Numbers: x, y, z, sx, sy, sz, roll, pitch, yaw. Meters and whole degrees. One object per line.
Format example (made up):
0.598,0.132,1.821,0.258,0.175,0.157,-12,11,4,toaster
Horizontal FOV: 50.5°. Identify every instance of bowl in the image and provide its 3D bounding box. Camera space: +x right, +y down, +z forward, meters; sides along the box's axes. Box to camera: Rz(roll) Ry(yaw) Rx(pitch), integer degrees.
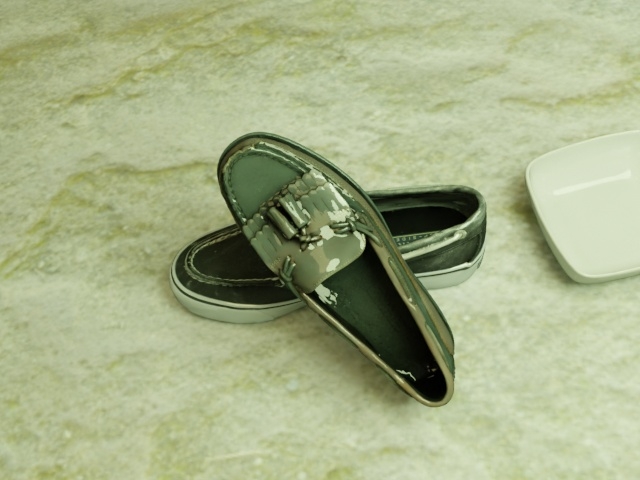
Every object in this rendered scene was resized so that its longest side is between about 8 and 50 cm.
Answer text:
0.271,-0.026,0.632,0.142,0.053,0.142,-15,60,0,bowl

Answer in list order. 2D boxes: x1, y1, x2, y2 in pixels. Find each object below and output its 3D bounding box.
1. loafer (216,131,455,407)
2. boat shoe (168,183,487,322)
0.023,0.025,0.536,0.096,0.267,0.084,-40,17,10,loafer
0.001,0.004,0.628,0.306,0.105,0.113,-3,60,8,boat shoe
